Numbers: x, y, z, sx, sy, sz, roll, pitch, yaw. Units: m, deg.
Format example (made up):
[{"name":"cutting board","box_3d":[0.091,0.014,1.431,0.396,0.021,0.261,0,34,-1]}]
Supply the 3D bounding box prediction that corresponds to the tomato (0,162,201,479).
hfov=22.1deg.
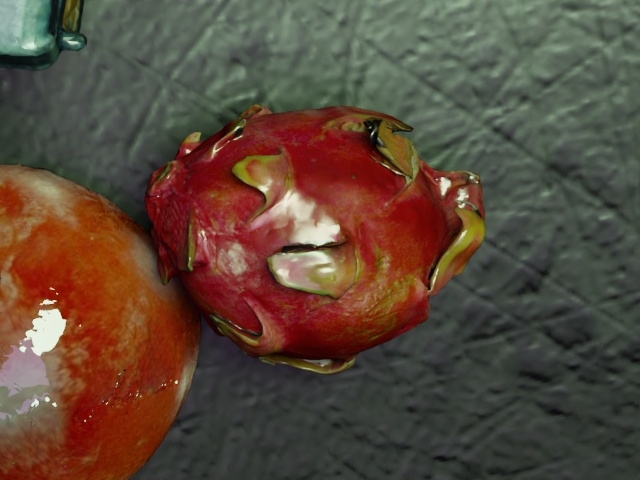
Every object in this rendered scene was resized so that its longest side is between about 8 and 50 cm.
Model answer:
[{"name":"tomato","box_3d":[-0.157,0.056,0.800,0.189,0.099,0.173,27,103,-8]}]

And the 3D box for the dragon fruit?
[{"name":"dragon fruit","box_3d":[0.000,0.000,0.784,0.166,0.136,0.133,-4,95,-22]}]

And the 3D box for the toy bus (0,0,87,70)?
[{"name":"toy bus","box_3d":[-0.154,-0.239,0.679,0.162,0.194,0.323,10,103,-7]}]
